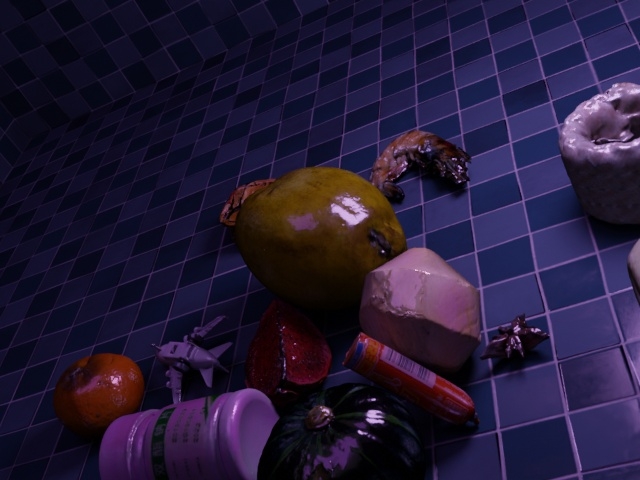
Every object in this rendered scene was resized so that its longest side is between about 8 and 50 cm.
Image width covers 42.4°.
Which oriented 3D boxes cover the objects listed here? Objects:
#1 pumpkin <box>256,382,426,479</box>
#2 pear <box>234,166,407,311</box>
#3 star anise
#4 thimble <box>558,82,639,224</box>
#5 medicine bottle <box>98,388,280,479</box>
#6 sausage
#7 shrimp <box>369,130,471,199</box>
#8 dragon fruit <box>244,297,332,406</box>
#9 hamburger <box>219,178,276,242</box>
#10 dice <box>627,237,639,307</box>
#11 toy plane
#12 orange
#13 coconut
[{"bbox_3d":[0.031,0.386,1.441,0.315,0.239,0.315,-23,29,14],"label":"pumpkin"},{"bbox_3d":[0.000,0.000,1.893,0.413,0.352,0.352,22,60,39],"label":"pear"},{"bbox_3d":[0.361,0.195,1.577,0.129,0.056,0.124,-30,21,-2],"label":"star anise"},{"bbox_3d":[0.652,-0.186,1.715,0.291,0.195,0.291,-19,31,13],"label":"thimble"},{"bbox_3d":[-0.253,0.425,1.648,0.325,0.212,0.212,-15,36,24],"label":"medicine bottle"},{"bbox_3d":[0.173,0.260,1.496,0.074,0.274,0.074,-61,3,5],"label":"sausage"},{"bbox_3d":[0.251,-0.180,2.170,0.233,0.071,0.365,-44,34,-1],"label":"shrimp"},{"bbox_3d":[-0.070,0.265,1.777,0.189,0.163,0.262,1,36,-5],"label":"dragon fruit"},{"bbox_3d":[-0.177,-0.084,2.356,0.230,0.107,0.231,-19,32,13],"label":"hamburger"},{"bbox_3d":[0.642,0.102,1.289,0.251,0.250,0.254,-22,34,17],"label":"dice"},{"bbox_3d":[-0.326,0.280,2.000,0.255,0.101,0.251,3,58,42],"label":"toy plane"},{"bbox_3d":[-0.538,0.368,1.998,0.224,0.170,0.224,-21,36,16],"label":"orange"},{"bbox_3d":[0.195,0.134,1.612,0.259,0.259,0.259,-22,34,16],"label":"coconut"}]
